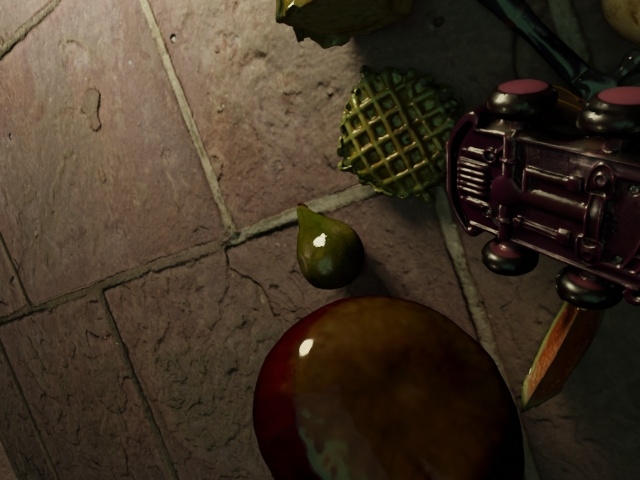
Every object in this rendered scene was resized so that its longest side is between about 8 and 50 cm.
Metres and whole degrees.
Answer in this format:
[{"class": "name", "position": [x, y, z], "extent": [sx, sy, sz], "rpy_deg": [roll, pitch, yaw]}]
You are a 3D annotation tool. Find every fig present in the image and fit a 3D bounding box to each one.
[{"class": "fig", "position": [0.014, -0.004, 0.840], "extent": [0.127, 0.133, 0.184], "rpy_deg": [-20, 74, 38]}]

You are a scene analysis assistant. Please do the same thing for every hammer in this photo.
[{"class": "hammer", "position": [0.301, -0.297, 0.659], "extent": [0.290, 0.037, 0.137], "rpy_deg": [47, 117, 8]}]

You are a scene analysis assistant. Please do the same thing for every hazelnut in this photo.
[{"class": "hazelnut", "position": [0.107, 0.284, 0.744], "extent": [0.429, 0.402, 0.402], "rpy_deg": [26, 114, 17]}]

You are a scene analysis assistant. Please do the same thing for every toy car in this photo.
[{"class": "toy car", "position": [0.353, -0.087, 0.590], "extent": [0.341, 0.240, 0.271], "rpy_deg": [31, 142, 45]}]

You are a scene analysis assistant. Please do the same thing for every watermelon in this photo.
[{"class": "watermelon", "position": [0.374, 0.159, 0.700], "extent": [0.063, 0.119, 0.245], "rpy_deg": [31, 116, 29]}]

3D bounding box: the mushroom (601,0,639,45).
[{"class": "mushroom", "position": [0.423, -0.314, 0.539], "extent": [0.166, 0.127, 0.166], "rpy_deg": [34, 148, 25]}]

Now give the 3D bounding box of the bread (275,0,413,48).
[{"class": "bread", "position": [0.036, -0.431, 0.648], "extent": [0.238, 0.196, 0.251], "rpy_deg": [-160, 71, -64]}]

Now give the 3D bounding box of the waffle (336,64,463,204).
[{"class": "waffle", "position": [0.131, -0.177, 0.768], "extent": [0.208, 0.054, 0.214], "rpy_deg": [22, 110, 16]}]
